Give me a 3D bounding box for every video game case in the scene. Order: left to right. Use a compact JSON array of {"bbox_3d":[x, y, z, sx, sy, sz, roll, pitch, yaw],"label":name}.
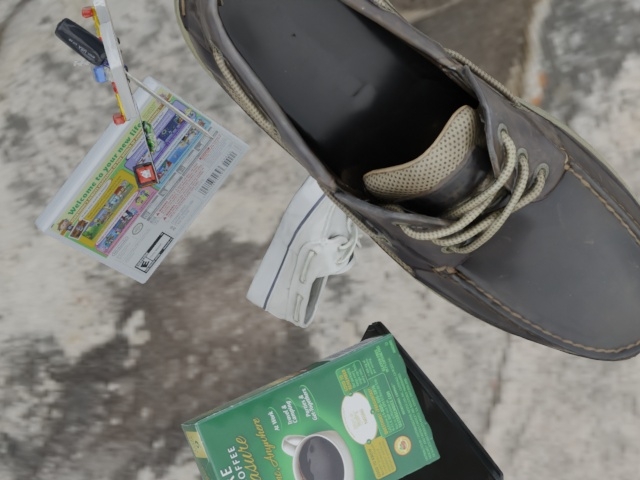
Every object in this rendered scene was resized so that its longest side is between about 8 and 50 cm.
[{"bbox_3d":[-0.202,-0.066,1.834,0.212,0.023,0.193,-52,143,4],"label":"video game case"}]

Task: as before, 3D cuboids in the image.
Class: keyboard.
[{"bbox_3d":[0.097,0.255,1.816,0.033,0.317,0.201,11,116,-34],"label":"keyboard"}]

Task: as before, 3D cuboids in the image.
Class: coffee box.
[{"bbox_3d":[-0.007,0.157,1.239,0.184,0.040,0.113,-24,95,-24],"label":"coffee box"}]

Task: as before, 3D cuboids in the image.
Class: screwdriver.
[{"bbox_3d":[-0.161,-0.144,1.407,0.170,0.024,0.025,32,94,-9],"label":"screwdriver"}]

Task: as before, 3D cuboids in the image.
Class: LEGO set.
[{"bbox_3d":[-0.194,-0.148,1.423,0.060,0.244,0.182,-16,59,-4],"label":"LEGO set"}]

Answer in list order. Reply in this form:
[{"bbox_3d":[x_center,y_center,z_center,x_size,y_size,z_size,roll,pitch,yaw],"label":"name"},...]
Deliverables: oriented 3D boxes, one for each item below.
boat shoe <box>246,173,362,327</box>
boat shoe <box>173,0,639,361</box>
[{"bbox_3d":[0.000,0.000,1.700,0.088,0.267,0.096,33,42,5],"label":"boat shoe"},{"bbox_3d":[0.058,-0.041,0.890,0.355,0.130,0.132,36,104,-8],"label":"boat shoe"}]
